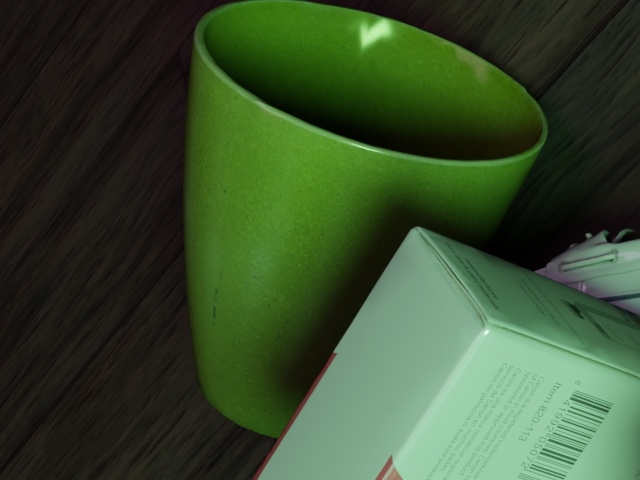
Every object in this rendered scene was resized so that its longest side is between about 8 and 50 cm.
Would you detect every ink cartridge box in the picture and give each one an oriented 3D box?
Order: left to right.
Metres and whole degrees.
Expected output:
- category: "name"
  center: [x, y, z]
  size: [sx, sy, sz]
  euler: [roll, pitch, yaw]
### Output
- category: "ink cartridge box"
  center: [0.134, 0.142, 1.038]
  size: [0.207, 0.283, 0.117]
  euler: [-59, 31, 17]

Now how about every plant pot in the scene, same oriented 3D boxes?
- category: "plant pot"
  center: [0.000, 0.000, 1.360]
  size: [0.275, 0.275, 0.293]
  euler: [56, 135, 51]

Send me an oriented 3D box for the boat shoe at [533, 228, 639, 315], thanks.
- category: "boat shoe"
  center: [0.204, 0.035, 1.180]
  size: [0.258, 0.095, 0.084]
  euler: [-5, 65, 44]
